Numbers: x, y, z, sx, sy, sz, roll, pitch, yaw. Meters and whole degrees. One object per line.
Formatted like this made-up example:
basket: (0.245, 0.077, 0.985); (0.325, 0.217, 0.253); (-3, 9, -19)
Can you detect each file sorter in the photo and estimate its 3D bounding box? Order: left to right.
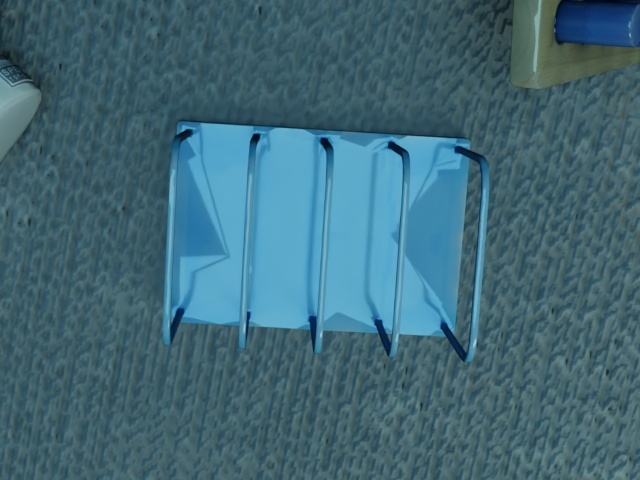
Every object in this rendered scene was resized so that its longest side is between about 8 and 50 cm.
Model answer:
file sorter: (0.000, 0.000, 0.603); (0.170, 0.104, 0.118); (3, 98, -2)

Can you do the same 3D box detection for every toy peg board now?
toy peg board: (0.165, -0.160, 0.540); (0.079, 0.161, 0.161); (11, 108, 32)

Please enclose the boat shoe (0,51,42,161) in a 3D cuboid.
boat shoe: (-0.283, 0.003, 0.587); (0.102, 0.108, 0.301); (38, 87, 0)
